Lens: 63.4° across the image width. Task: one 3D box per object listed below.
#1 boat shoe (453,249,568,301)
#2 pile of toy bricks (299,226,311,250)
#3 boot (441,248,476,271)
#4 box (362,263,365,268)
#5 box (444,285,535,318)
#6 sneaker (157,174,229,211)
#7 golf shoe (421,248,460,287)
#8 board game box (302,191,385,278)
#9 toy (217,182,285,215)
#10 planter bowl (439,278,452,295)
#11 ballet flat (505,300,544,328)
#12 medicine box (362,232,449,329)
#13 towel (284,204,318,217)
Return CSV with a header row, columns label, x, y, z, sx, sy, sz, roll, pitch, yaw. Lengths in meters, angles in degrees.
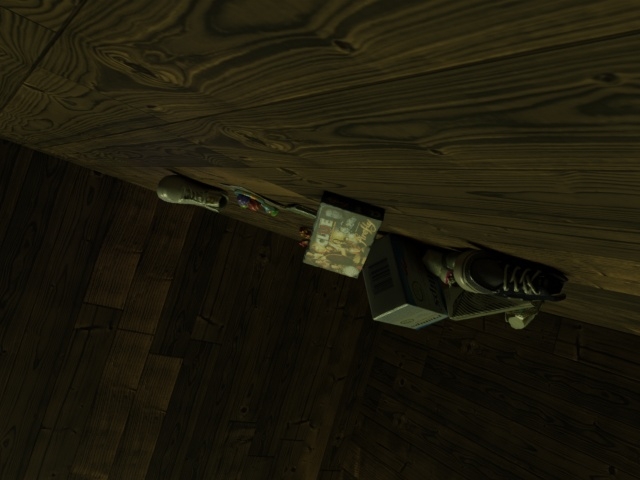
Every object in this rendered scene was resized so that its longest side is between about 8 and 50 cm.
label,x,y,z,sx,sy,sz,roll,pitch,yaw
boat shoe,0.534,0.099,1.427,0.340,0.127,0.158,10,174,-33
pile of toy bricks,0.000,0.000,2.541,0.212,0.118,0.105,29,138,-31
boot,0.509,0.088,1.594,0.246,0.083,0.161,17,171,-19
box,0.074,-0.004,1.592,0.108,0.153,0.207,18,175,-15
box,0.572,0.194,1.760,0.275,0.113,0.094,-18,159,27
sneaker,-0.463,-0.176,1.954,0.169,0.108,0.292,14,-175,23
golf shoe,0.446,0.089,1.824,0.140,0.115,0.306,34,-177,25
board game box,0.055,-0.007,1.375,0.165,0.042,0.243,17,137,-1
toy,-0.243,-0.135,1.844,0.137,0.056,0.237,12,174,43
planter bowl,0.478,0.139,2.056,0.109,0.162,0.162,-16,-161,-39
ballet flat,0.781,0.256,2.019,0.164,0.182,0.483,15,176,23
medicine box,0.291,0.149,1.806,0.149,0.263,0.289,-30,148,33
towel,-0.058,-0.102,1.801,0.113,0.023,0.152,20,178,-18
